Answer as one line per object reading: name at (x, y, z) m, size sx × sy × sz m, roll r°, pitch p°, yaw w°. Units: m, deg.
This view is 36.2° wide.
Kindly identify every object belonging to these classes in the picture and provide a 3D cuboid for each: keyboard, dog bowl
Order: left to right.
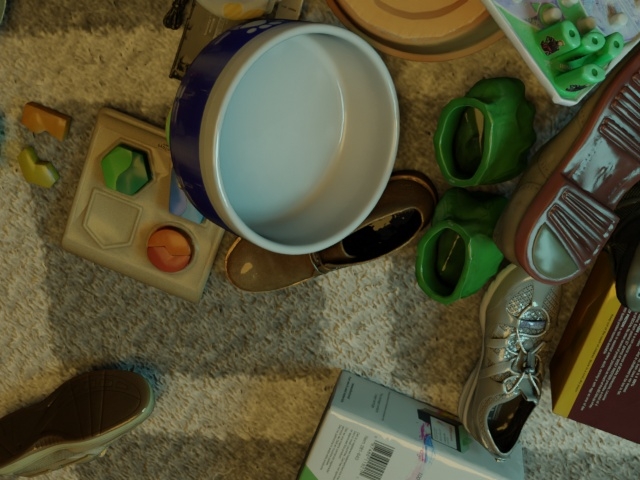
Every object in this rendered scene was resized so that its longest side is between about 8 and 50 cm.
keyboard at (-0.140, -0.279, 1.228) m, size 0.108 × 0.023 × 0.180 m, roll 21°, pitch 112°, yaw -4°
dog bowl at (-0.038, -0.123, 1.138) m, size 0.104 × 0.265 × 0.264 m, roll 23°, pitch 121°, yaw 49°

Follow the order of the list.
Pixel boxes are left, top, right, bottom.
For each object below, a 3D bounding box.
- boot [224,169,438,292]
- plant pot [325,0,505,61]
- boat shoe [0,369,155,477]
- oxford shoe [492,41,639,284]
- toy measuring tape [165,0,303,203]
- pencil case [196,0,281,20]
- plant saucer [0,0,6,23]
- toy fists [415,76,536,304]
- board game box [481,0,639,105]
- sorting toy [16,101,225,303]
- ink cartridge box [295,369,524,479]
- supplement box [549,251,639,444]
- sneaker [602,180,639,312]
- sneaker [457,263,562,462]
boot at (0.000, 0.000, 1.255) m, size 0.305 × 0.115 × 0.112 m, roll -22°, pitch 107°, yaw 19°
plant pot at (0.116, -0.326, 1.064) m, size 0.291 × 0.203 × 0.290 m, roll 4°, pitch 111°, yaw 9°
boat shoe at (-0.358, 0.277, 1.442) m, size 0.302 × 0.109 × 0.098 m, roll -25°, pitch 143°, yaw 18°
oxford shoe at (0.310, -0.118, 1.099) m, size 0.123 × 0.130 × 0.348 m, roll 39°, pitch 89°, yaw -25°
toy measuring tape at (-0.110, -0.192, 1.188) m, size 0.121 × 0.121 × 0.330 m, roll 21°, pitch 106°, yaw 3°
pencil case at (-0.068, -0.347, 1.034) m, size 0.124 × 0.113 × 0.273 m, roll 47°, pitch 152°, yaw 5°
plant saucer at (-0.489, -0.334, 1.266) m, size 0.195 × 0.037 × 0.194 m, roll 4°, pitch 110°, yaw 10°
toy fists at (0.188, -0.061, 1.184) m, size 0.096 × 0.142 × 0.279 m, roll 21°, pitch 115°, yaw 34°
board game box at (0.250, -0.393, 0.954) m, size 0.390 × 0.390 × 0.050 m, roll 52°, pitch 154°, yaw -10°
sorting toy at (-0.276, -0.060, 1.324) m, size 0.307 × 0.041 × 0.229 m, roll 22°, pitch 112°, yaw 2°
ink cartridge box at (0.115, 0.334, 1.353) m, size 0.278 × 0.117 × 0.201 m, roll 22°, pitch 113°, yaw 3°
supplement box at (0.412, 0.141, 1.218) m, size 0.194 × 0.129 × 0.191 m, roll 19°, pitch 112°, yaw 4°
sneaker at (0.343, 0.000, 1.138) m, size 0.130 × 0.227 × 0.087 m, roll -1°, pitch 130°, yaw 27°
sneaker at (0.259, 0.155, 1.249) m, size 0.105 × 0.115 × 0.281 m, roll 1°, pitch 117°, yaw -14°
